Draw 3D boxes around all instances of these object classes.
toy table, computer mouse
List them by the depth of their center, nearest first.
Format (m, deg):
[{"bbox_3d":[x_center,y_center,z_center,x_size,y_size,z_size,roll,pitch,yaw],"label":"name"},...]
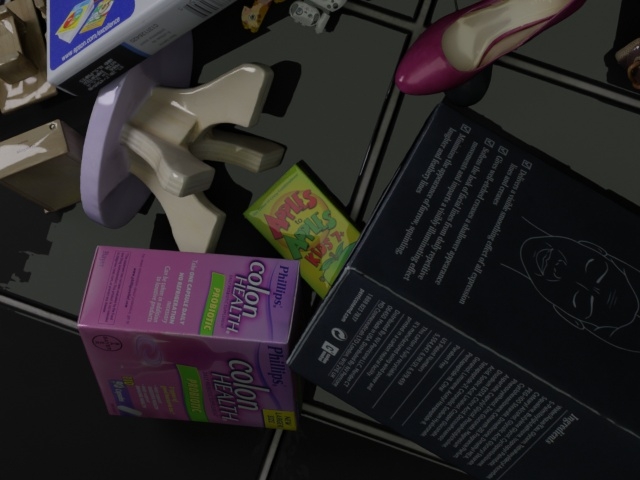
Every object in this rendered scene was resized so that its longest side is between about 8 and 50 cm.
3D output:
[{"bbox_3d":[-0.163,-0.116,1.504,0.161,0.252,0.274,25,121,17],"label":"toy table"},{"bbox_3d":[0.165,-0.282,1.537,0.071,0.041,0.242,-7,97,8],"label":"computer mouse"}]

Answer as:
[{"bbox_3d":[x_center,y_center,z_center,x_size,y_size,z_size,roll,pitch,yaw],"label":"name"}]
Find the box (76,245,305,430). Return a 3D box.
[{"bbox_3d":[-0.144,0.120,1.529,0.243,0.213,0.117,4,55,5],"label":"box"}]

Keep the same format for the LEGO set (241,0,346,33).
[{"bbox_3d":[-0.088,-0.305,1.540,0.227,0.087,0.093,26,103,-5],"label":"LEGO set"}]

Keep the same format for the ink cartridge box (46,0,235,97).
[{"bbox_3d":[-0.188,-0.354,1.414,0.304,0.072,0.307,-27,56,34],"label":"ink cartridge box"}]

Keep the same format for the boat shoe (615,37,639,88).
[{"bbox_3d":[0.406,-0.212,1.489,0.123,0.123,0.342,1,94,13],"label":"boat shoe"}]

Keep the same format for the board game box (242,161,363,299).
[{"bbox_3d":[0.000,0.000,1.592,0.092,0.043,0.181,-43,92,10],"label":"board game box"}]

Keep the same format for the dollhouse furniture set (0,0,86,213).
[{"bbox_3d":[-0.352,-0.177,1.579,0.212,0.161,0.242,-20,74,8],"label":"dollhouse furniture set"}]

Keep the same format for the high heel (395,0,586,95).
[{"bbox_3d":[0.200,-0.241,1.469,0.244,0.117,0.082,-26,95,-9],"label":"high heel"}]

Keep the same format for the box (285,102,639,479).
[{"bbox_3d":[0.216,0.087,1.429,0.395,0.293,0.212,31,139,1],"label":"box"}]
